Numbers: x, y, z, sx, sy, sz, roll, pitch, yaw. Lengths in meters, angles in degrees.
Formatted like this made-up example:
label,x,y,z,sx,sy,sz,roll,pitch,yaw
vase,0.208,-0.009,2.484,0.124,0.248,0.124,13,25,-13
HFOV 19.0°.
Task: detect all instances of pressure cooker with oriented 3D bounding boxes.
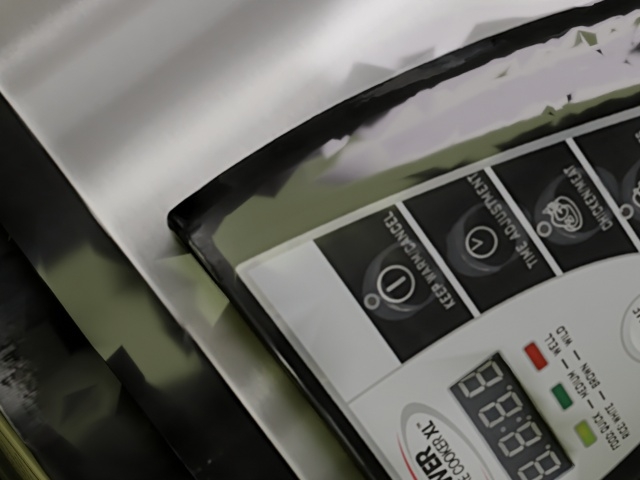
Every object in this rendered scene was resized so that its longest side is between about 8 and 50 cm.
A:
label,x,y,z,sx,sy,sz,roll,pitch,yaw
pressure cooker,-0.001,0.000,0.752,0.420,0.375,0.370,-36,69,-6
